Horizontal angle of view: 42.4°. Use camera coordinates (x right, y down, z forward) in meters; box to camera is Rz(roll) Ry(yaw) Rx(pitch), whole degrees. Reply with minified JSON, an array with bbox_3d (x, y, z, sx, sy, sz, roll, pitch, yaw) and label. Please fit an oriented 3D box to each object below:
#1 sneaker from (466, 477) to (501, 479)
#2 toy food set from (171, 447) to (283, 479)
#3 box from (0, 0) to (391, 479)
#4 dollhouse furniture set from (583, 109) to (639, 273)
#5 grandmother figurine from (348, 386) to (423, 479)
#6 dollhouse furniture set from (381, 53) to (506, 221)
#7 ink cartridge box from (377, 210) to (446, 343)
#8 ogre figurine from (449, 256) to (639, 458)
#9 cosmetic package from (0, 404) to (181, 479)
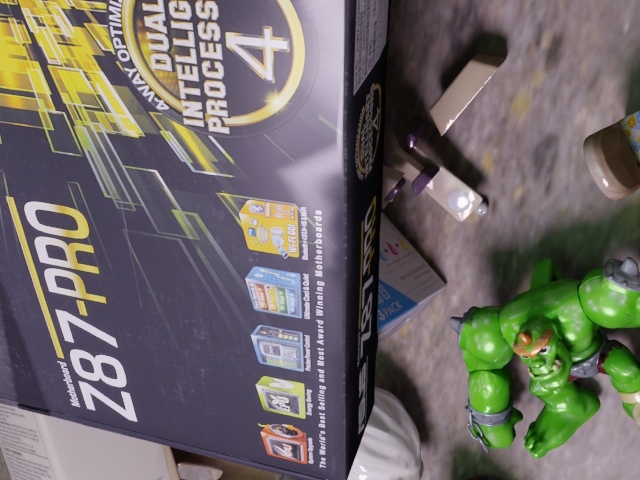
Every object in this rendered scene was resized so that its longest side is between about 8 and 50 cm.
[{"bbox_3d":[0.169,0.339,0.634,0.299,0.112,0.121,53,128,10],"label":"sneaker"},{"bbox_3d":[-0.168,0.111,0.828,0.220,0.092,0.306,-6,101,38],"label":"toy food set"},{"bbox_3d":[-0.122,-0.034,0.501,0.318,0.097,0.395,12,130,14],"label":"box"},{"bbox_3d":[0.227,-0.090,0.413,0.212,0.161,0.242,-26,88,40],"label":"dollhouse furniture set"},{"bbox_3d":[-0.015,0.282,0.709,0.104,0.208,0.342,24,100,-8],"label":"grandmother figurine"},{"bbox_3d":[0.104,-0.063,0.578,0.081,0.091,0.114,40,123,2],"label":"dollhouse furniture set"},{"bbox_3d":[0.000,0.000,0.653,0.181,0.104,0.061,50,129,13],"label":"ink cartridge box"},{"bbox_3d":[0.171,0.080,0.563,0.118,0.097,0.197,55,147,-13],"label":"ogre figurine"},{"bbox_3d":[-0.247,0.141,0.790,0.160,0.113,0.309,-6,101,50],"label":"cosmetic package"}]
